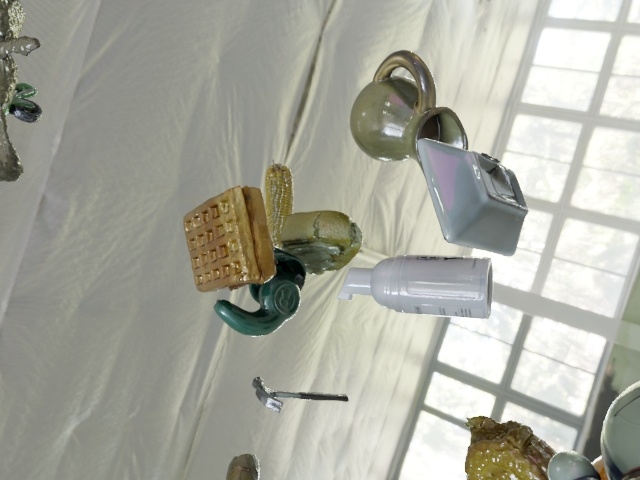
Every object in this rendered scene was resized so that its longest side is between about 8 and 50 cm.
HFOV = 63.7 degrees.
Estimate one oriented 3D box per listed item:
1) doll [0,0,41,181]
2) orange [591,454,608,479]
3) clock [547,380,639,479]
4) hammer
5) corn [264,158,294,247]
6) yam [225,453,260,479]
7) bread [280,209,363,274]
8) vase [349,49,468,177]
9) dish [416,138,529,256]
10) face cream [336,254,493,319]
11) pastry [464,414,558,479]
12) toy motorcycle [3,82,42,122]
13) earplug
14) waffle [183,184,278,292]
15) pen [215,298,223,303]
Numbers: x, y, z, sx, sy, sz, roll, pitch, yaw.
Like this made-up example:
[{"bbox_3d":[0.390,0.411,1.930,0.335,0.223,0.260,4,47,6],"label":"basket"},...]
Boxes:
[{"bbox_3d":[-0.507,-0.247,0.802,0.091,0.202,0.286,-3,-62,-38],"label":"doll"},{"bbox_3d":[0.465,0.404,0.691,0.246,0.246,0.246,-40,-41,-47],"label":"orange"},{"bbox_3d":[0.279,0.199,0.390,0.243,0.199,0.147,-29,-74,-37],"label":"clock"},{"bbox_3d":[-0.034,0.368,1.211,0.246,0.103,0.029,14,-77,-28],"label":"hammer"},{"bbox_3d":[-0.140,-0.121,1.769,0.101,0.101,0.310,-29,-55,-54],"label":"corn"},{"bbox_3d":[-0.139,0.523,0.857,0.071,0.067,0.317,41,-148,-36],"label":"yam"},{"bbox_3d":[0.000,0.000,1.495,0.186,0.257,0.124,41,-128,-31],"label":"bread"},{"bbox_3d":[0.232,-0.342,1.381,0.240,0.302,0.329,-30,-45,-23],"label":"vase"},{"bbox_3d":[0.272,-0.078,0.855,0.243,0.080,0.182,10,-120,-47],"label":"dish"},{"bbox_3d":[0.214,0.104,1.235,0.145,0.369,0.145,1,-90,-67],"label":"face cream"},{"bbox_3d":[0.439,0.533,1.163,0.132,0.240,0.235,-30,-76,-44],"label":"pastry"},{"bbox_3d":[-0.630,-0.278,0.971,0.190,0.106,0.074,8,-46,-47],"label":"toy motorcycle"},{"bbox_3d":[-0.156,0.128,1.391,0.257,0.280,0.164,-23,-55,-8],"label":"earplug"},{"bbox_3d":[-0.222,0.007,1.217,0.098,0.327,0.224,-10,-93,-31],"label":"waffle"},{"bbox_3d":[-0.312,0.202,1.647,0.218,0.026,0.026,106,-173,-79],"label":"pen"}]
